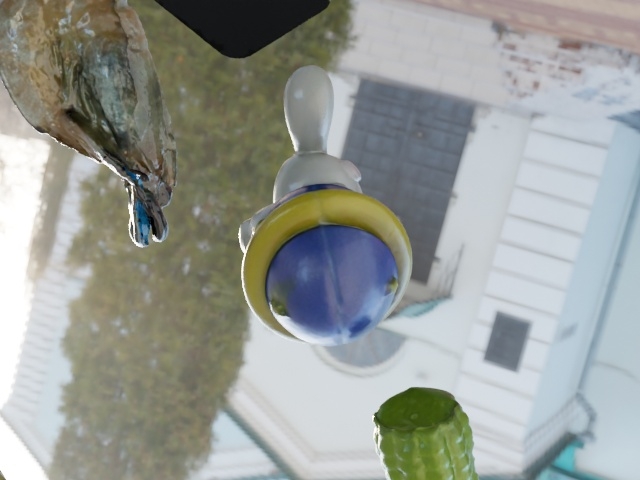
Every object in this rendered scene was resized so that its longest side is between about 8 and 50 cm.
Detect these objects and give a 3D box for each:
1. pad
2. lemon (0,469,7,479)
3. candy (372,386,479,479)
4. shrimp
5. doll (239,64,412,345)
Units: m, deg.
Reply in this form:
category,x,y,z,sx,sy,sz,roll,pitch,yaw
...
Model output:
category,x,y,z,sx,sy,sz,roll,pitch,yaw
pad,-0.180,-0.254,1.197,0.250,0.323,0.055,42,171,21
lemon,-0.211,0.152,0.317,0.316,0.285,0.285,-27,176,16
candy,0.118,0.248,1.024,0.096,0.210,0.097,-16,-160,6
shrimp,-0.332,-0.195,1.531,0.221,0.446,0.110,-22,-167,-1
doll,-0.007,0.025,1.041,0.159,0.311,0.243,-22,-132,-10
